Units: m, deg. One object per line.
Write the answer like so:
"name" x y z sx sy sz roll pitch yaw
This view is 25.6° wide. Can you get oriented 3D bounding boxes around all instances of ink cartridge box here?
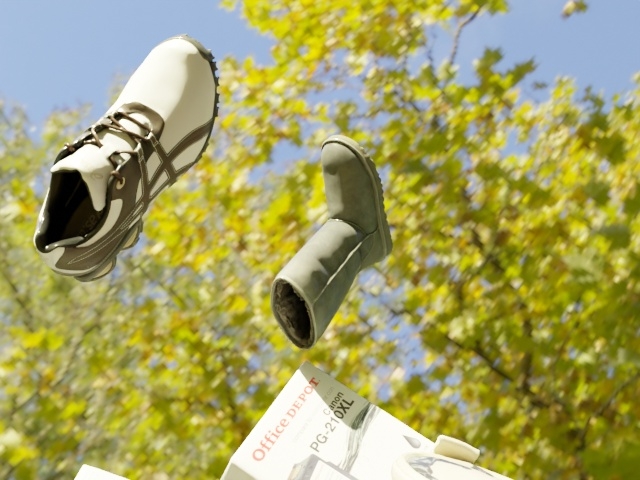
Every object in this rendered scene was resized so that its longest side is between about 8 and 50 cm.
"ink cartridge box" 0.026 0.276 1.589 0.237 0.172 0.100 32 -39 8

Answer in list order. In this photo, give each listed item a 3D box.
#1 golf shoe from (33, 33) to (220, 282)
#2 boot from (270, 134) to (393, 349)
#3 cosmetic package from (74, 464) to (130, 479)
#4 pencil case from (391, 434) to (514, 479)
"golf shoe" -0.138 -0.060 1.004 0.077 0.094 0.198 28 -89 12
"boot" 0.001 -0.001 1.661 0.076 0.208 0.189 -5 -65 42
"cosmetic package" -0.322 0.426 1.879 0.085 0.117 0.231 19 -60 4
"pencil case" 0.100 0.391 1.247 0.160 0.183 0.410 11 -86 -21
